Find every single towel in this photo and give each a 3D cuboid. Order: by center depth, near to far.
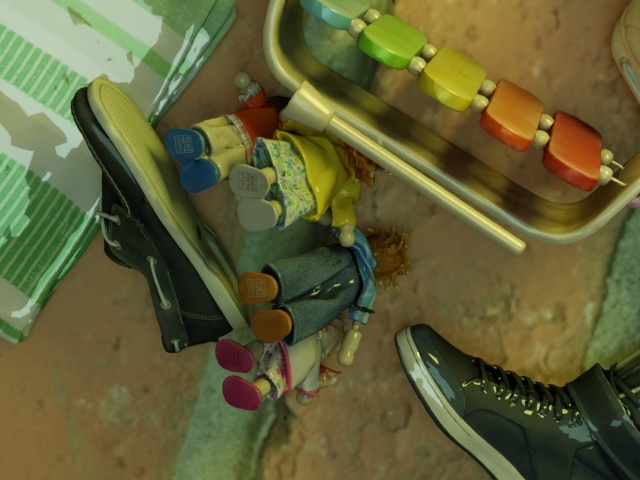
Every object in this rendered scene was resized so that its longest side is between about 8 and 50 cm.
[{"bbox_3d":[-0.242,-0.113,1.355,0.248,0.038,0.324,31,97,-8],"label":"towel"}]

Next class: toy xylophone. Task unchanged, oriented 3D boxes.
[{"bbox_3d":[0.089,-0.090,1.285,0.323,0.236,0.081,29,106,-6],"label":"toy xylophone"}]

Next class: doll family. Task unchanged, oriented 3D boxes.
[{"bbox_3d":[0.000,0.000,1.334,0.118,0.163,0.263,-2,104,36],"label":"doll family"}]

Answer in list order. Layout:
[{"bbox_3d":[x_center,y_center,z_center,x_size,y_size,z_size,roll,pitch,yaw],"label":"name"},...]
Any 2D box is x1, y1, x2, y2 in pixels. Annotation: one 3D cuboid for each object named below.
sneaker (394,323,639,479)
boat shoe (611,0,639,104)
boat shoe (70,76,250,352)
[{"bbox_3d":[0.176,0.112,1.389,0.163,0.086,0.226,-38,110,15],"label":"sneaker"},{"bbox_3d":[0.332,-0.030,1.355,0.136,0.156,0.367,-36,89,-25],"label":"boat shoe"},{"bbox_3d":[-0.131,-0.013,1.337,0.079,0.084,0.233,-20,122,11],"label":"boat shoe"}]
